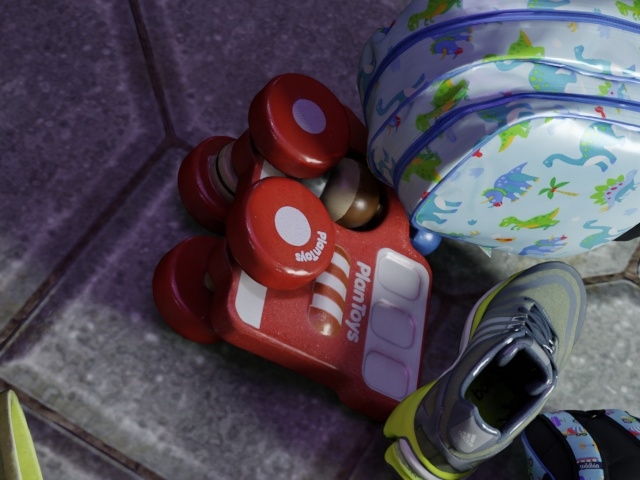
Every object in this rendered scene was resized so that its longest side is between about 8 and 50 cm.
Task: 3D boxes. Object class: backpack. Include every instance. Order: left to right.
[{"bbox_3d":[0.206,-0.115,1.405,0.355,0.290,0.273,25,52,-23],"label":"backpack"},{"bbox_3d":[0.255,0.226,1.338,0.158,0.117,0.173,-3,25,-17],"label":"backpack"}]

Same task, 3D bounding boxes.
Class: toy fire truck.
[{"bbox_3d":[0.000,0.000,1.425,0.253,0.169,0.302,28,51,-24],"label":"toy fire truck"}]

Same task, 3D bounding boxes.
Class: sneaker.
[{"bbox_3d":[0.179,0.115,1.371,0.111,0.121,0.300,46,49,-6],"label":"sneaker"}]

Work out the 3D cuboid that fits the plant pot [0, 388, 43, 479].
[{"bbox_3d":[-0.318,0.273,1.097,0.253,0.276,0.276,-13,60,-9],"label":"plant pot"}]
